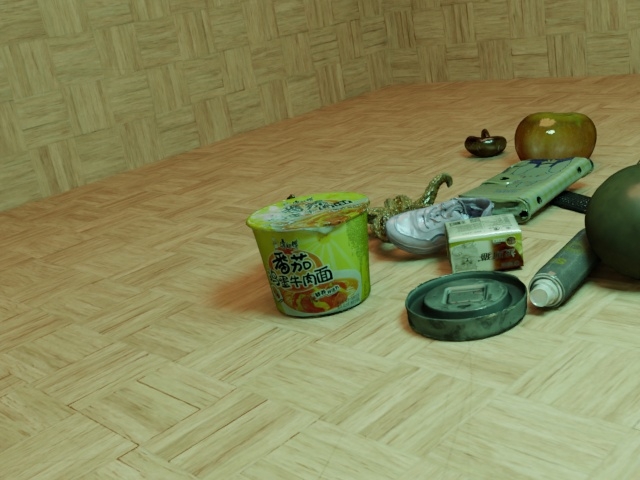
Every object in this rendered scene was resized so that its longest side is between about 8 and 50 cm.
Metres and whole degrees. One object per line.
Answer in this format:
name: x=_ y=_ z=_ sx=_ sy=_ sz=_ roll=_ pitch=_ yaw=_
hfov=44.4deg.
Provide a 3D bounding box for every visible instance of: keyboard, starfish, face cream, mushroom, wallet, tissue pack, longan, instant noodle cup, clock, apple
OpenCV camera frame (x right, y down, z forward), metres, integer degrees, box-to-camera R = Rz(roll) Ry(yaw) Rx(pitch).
keyboard: x=0.618 y=-0.107 z=1.987 sx=0.087 sy=0.017 sz=0.250 roll=-15 pitch=19 yaw=-17
starfish: x=0.221 y=-0.064 z=1.941 sx=0.312 sy=0.113 sz=0.303 roll=-33 pitch=25 yaw=-31
face cream: x=0.471 y=0.054 z=1.491 sx=0.073 sy=0.073 sz=0.284 roll=4 pitch=23 yaw=38
mushroom: x=0.542 y=-0.318 z=2.573 sx=0.135 sy=0.080 sz=0.170 roll=6 pitch=21 yaw=10
wallet: x=0.524 y=-0.138 z=2.005 sx=0.310 sy=0.077 sz=0.223 roll=-30 pitch=21 yaw=-38
tissue pack: x=0.342 y=0.010 z=1.649 sx=0.149 sy=0.099 sz=0.106 roll=-8 pitch=22 yaw=6
longan: x=0.613 y=-0.038 z=1.455 sx=0.246 sy=0.215 sz=0.246 roll=0 pitch=57 yaw=1
instant noodle cup: x=-0.011 y=0.028 z=1.627 sx=0.265 sy=0.200 sz=0.264 roll=-9 pitch=17 yaw=3
clock: x=0.270 y=0.118 z=1.451 sx=0.226 sy=0.048 sz=0.226 roll=-10 pitch=19 yaw=3
apple: x=0.673 y=-0.280 z=2.247 sx=0.235 sy=0.173 sz=0.210 roll=-1 pitch=13 yaw=0

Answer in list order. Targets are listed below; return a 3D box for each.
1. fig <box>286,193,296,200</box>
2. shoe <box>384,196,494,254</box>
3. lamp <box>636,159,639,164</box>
fig: x=-0.065 y=0.001 z=1.787 sx=0.133 sy=0.184 sz=0.126 roll=-3 pitch=46 yaw=0
shoe: x=0.268 y=-0.043 z=1.736 sx=0.245 sy=0.137 sz=0.095 roll=-1 pitch=55 yaw=-6
lamp: x=0.741 y=-0.103 z=1.623 sx=0.223 sy=0.196 sz=0.223 roll=-44 pitch=20 yaw=21
